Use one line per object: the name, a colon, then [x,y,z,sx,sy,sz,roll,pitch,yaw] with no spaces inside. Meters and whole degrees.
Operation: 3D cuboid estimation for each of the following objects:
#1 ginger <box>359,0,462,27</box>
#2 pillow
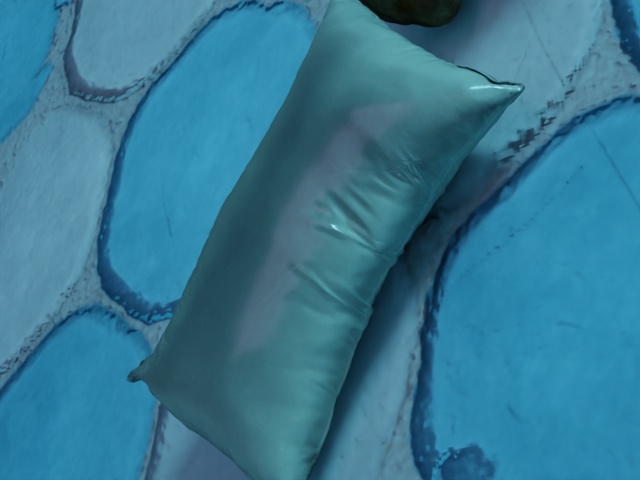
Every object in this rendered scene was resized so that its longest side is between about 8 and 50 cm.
ginger: [0.086,-0.203,0.921,0.204,0.080,0.104,-47,61,25]
pillow: [0.001,0.000,0.894,0.144,0.078,0.254,30,92,46]
